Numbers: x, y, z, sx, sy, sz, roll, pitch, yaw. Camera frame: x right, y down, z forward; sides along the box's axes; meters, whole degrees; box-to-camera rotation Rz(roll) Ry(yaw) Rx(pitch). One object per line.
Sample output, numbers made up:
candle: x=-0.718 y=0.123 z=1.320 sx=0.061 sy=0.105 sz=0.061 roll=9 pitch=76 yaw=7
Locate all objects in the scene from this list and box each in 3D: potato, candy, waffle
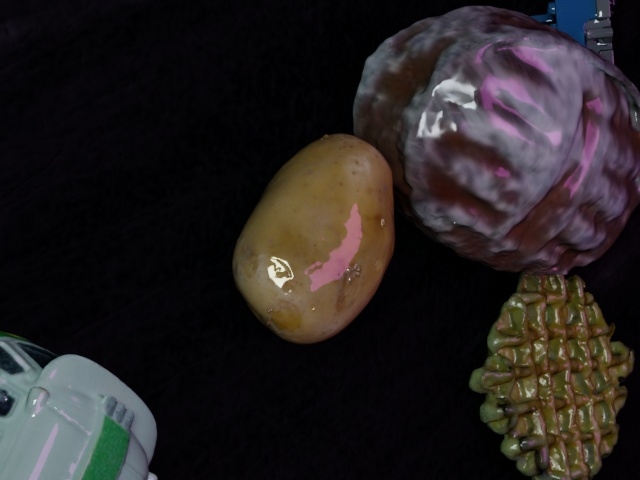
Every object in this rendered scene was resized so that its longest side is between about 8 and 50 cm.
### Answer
potato: x=0.000 y=0.000 z=1.196 sx=0.178 sy=0.109 sz=0.118 roll=-61 pitch=151 yaw=-28
candy: x=0.168 y=-0.083 z=1.340 sx=0.289 sy=0.157 sz=0.214 roll=20 pitch=102 yaw=-35
waffle: x=0.225 y=0.140 z=1.485 sx=0.223 sy=0.054 sz=0.204 roll=50 pitch=50 yaw=-31

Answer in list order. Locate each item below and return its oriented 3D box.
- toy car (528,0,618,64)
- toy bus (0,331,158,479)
toy car: x=0.241 y=-0.184 z=1.503 sx=0.191 sy=0.100 sz=0.097 roll=27 pitch=60 yaw=-82
toy bus: x=-0.204 y=0.187 z=0.886 sx=0.133 sy=0.165 sz=0.276 roll=46 pitch=53 yaw=-38
